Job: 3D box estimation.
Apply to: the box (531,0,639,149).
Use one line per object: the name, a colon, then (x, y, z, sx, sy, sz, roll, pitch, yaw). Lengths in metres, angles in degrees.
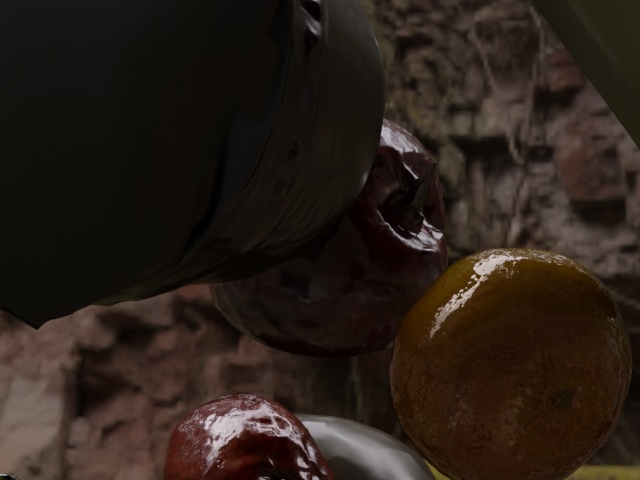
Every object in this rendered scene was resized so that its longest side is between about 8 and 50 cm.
box: (0.330, -0.213, 1.050, 0.352, 0.344, 0.177, 53, -38, -7)

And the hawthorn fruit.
hawthorn fruit: (-0.066, 0.255, 1.537, 0.190, 0.189, 0.251, 23, -11, -24)

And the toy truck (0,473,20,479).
toy truck: (-0.341, 0.211, 1.069, 0.257, 0.140, 0.108, 18, -9, 0)

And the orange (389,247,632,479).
orange: (0.117, 0.079, 0.931, 0.159, 0.159, 0.136, 29, 3, -31)

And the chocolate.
chocolate: (-0.111, -0.106, 1.138, 0.384, 0.383, 0.331, -15, -19, 29)

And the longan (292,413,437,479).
longan: (0.004, 0.406, 1.832, 0.405, 0.404, 0.336, 22, -19, -22)

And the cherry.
cherry: (0.000, 0.000, 1.387, 0.203, 0.230, 0.300, -1, -13, -45)
